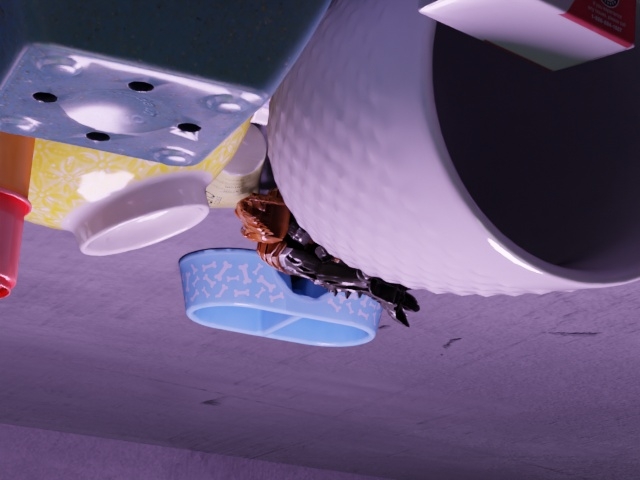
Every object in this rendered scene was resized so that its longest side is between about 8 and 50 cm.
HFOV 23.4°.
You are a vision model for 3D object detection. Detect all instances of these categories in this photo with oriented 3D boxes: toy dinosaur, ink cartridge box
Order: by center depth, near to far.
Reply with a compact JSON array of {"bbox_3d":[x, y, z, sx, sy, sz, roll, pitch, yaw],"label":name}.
[{"bbox_3d":[0.135,-0.213,0.972,0.127,0.175,0.072,18,160,-36],"label":"ink cartridge box"},{"bbox_3d":[0.000,0.000,1.687,0.218,0.164,0.322,9,-163,27],"label":"toy dinosaur"}]

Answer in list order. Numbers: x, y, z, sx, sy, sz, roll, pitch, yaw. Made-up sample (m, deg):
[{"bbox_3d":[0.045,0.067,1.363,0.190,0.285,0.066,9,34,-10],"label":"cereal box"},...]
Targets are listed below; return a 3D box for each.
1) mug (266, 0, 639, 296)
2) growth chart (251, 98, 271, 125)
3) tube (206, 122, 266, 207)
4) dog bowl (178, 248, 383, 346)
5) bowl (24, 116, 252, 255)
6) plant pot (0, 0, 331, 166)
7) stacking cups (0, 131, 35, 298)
[{"bbox_3d":[0.148,-0.107,1.212,0.374,0.276,0.328,-21,-175,-28],"label":"mug"},{"bbox_3d":[0.006,-0.146,1.455,0.172,0.021,0.237,11,160,-18],"label":"growth chart"},{"bbox_3d":[-0.098,-0.066,1.665,0.070,0.062,0.240,40,165,2],"label":"tube"},{"bbox_3d":[-0.049,0.082,2.081,0.297,0.074,0.166,11,160,-24],"label":"dog bowl"},{"bbox_3d":[-0.171,-0.079,1.315,0.289,0.156,0.289,-19,170,-4],"label":"bowl"},{"bbox_3d":[-0.112,-0.191,0.961,0.247,0.252,0.247,10,160,-22],"label":"plant pot"},{"bbox_3d":[-0.241,-0.114,1.118,0.096,0.316,0.096,4,164,1],"label":"stacking cups"}]
